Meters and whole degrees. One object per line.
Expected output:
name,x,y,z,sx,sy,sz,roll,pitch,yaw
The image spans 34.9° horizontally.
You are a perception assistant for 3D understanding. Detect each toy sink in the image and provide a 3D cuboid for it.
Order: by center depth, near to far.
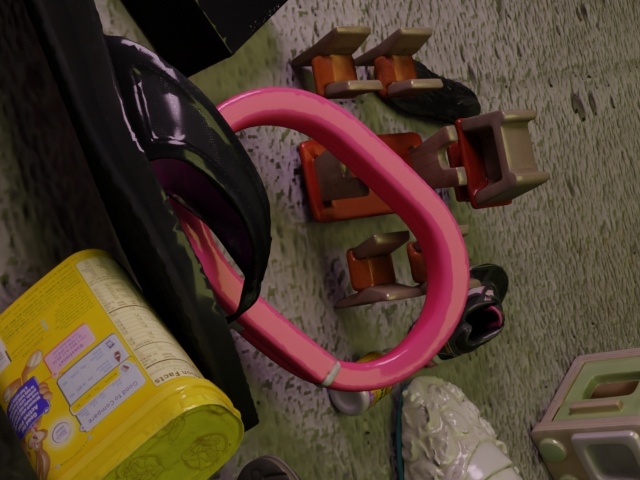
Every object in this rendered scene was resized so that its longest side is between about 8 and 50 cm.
toy sink,0.356,0.240,1.212,0.234,0.153,0.131,-46,113,-44

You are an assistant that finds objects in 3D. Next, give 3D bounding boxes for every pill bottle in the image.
pill bottle,0.048,0.133,0.981,0.083,0.043,0.043,-28,100,-48

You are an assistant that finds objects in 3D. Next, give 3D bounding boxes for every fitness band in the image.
fitness band,0.000,0.000,0.877,0.291,0.054,0.209,42,71,-11

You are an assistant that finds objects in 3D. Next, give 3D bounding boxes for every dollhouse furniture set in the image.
dollhouse furniture set,0.094,-0.071,1.047,0.259,0.135,0.262,-7,84,-32

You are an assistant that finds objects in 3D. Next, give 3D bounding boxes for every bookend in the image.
bookend,-0.108,-0.252,0.899,0.157,0.072,0.156,55,44,-21

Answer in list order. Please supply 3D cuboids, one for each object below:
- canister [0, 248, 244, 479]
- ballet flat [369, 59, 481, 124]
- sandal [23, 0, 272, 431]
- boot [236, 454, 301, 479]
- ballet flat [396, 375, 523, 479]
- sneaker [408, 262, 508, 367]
canister,-0.143,0.097,0.660,0.126,0.170,0.073,-41,140,-3
ballet flat,0.114,-0.169,1.155,0.173,0.049,0.057,17,102,-41
sandal,-0.115,-0.075,0.734,0.107,0.167,0.445,-22,91,-14
boot,0.026,0.251,0.876,0.208,0.076,0.189,-13,76,-62
ballet flat,0.176,0.331,1.000,0.147,0.147,0.409,3,76,-48
sneaker,0.173,0.082,1.111,0.178,0.077,0.072,-45,113,-46
